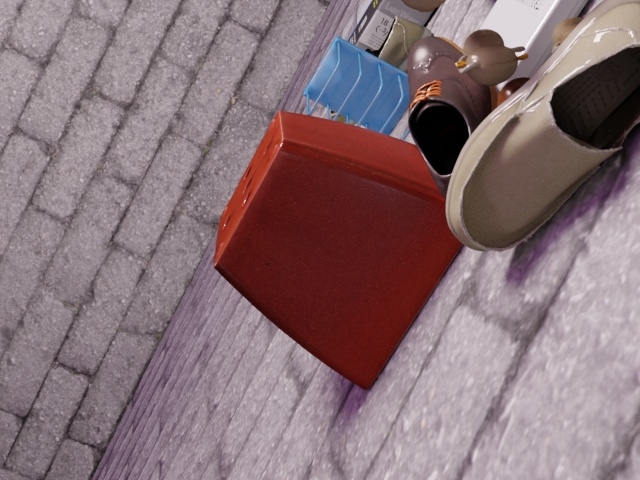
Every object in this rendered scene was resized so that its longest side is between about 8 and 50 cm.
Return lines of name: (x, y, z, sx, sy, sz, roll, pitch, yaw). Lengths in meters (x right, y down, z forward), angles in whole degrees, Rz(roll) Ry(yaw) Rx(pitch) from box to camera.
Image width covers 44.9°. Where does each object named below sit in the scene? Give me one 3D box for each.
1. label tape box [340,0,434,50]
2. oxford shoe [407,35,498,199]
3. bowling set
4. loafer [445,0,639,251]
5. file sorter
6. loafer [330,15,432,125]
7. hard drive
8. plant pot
label tape box: (0.161, -0.493, 1.568, 0.333, 0.106, 0.240, -55, 17, 32)
oxford shoe: (0.142, -0.150, 0.865, 0.097, 0.098, 0.271, -33, 48, 23)
bowling set: (0.220, -0.199, 0.760, 0.154, 0.287, 0.199, -77, -25, -66)
loafer: (0.205, -0.092, 0.684, 0.268, 0.102, 0.092, -57, 9, 24)
file sorter: (0.073, -0.234, 1.293, 0.118, 0.170, 0.104, -56, 20, 31)
loafer: (0.095, -0.317, 1.450, 0.251, 0.087, 0.094, -47, 19, 19)
hard drive: (0.233, -0.239, 0.974, 0.307, 0.040, 0.203, -59, 14, 20)
plant pot: (0.007, -0.020, 0.999, 0.267, 0.236, 0.267, -60, 14, 16)
